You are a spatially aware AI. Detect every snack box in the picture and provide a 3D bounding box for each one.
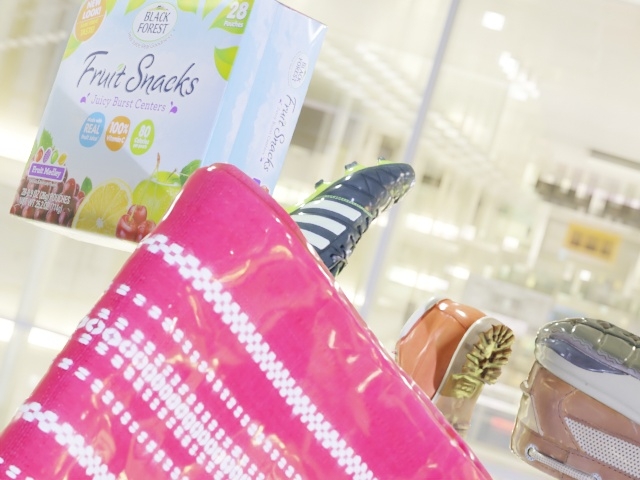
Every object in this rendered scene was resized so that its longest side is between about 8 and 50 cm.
[{"bbox_3d":[-0.105,-0.077,1.185,0.070,0.174,0.207,23,173,-40],"label":"snack box"}]

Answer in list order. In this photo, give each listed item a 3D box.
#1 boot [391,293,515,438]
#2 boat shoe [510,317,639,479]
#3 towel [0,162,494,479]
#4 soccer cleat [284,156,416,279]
[{"bbox_3d":[0.080,0.118,1.397,0.084,0.158,0.059,34,-178,43],"label":"boot"},{"bbox_3d":[0.263,0.170,1.161,0.324,0.120,0.122,33,-165,32],"label":"boat shoe"},{"bbox_3d":[-0.050,0.137,0.515,0.031,0.275,0.199,9,146,42],"label":"towel"},{"bbox_3d":[0.000,0.000,1.218,0.179,0.072,0.060,-26,162,-28],"label":"soccer cleat"}]
